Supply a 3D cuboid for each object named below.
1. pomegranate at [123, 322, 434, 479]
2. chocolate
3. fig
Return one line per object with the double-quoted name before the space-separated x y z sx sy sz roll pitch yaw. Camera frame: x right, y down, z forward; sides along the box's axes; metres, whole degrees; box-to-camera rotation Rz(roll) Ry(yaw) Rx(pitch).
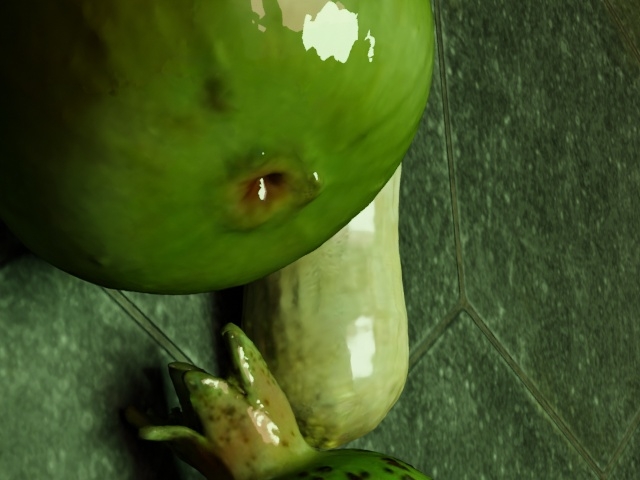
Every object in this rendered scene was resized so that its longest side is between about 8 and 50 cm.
"pomegranate" -0.012 0.211 1.076 0.286 0.231 0.231 53 39 -20
"chocolate" 0.000 0.000 1.242 0.134 0.134 0.309 9 75 -57
"fig" -0.086 -0.133 1.020 0.316 0.316 0.316 25 60 -53
